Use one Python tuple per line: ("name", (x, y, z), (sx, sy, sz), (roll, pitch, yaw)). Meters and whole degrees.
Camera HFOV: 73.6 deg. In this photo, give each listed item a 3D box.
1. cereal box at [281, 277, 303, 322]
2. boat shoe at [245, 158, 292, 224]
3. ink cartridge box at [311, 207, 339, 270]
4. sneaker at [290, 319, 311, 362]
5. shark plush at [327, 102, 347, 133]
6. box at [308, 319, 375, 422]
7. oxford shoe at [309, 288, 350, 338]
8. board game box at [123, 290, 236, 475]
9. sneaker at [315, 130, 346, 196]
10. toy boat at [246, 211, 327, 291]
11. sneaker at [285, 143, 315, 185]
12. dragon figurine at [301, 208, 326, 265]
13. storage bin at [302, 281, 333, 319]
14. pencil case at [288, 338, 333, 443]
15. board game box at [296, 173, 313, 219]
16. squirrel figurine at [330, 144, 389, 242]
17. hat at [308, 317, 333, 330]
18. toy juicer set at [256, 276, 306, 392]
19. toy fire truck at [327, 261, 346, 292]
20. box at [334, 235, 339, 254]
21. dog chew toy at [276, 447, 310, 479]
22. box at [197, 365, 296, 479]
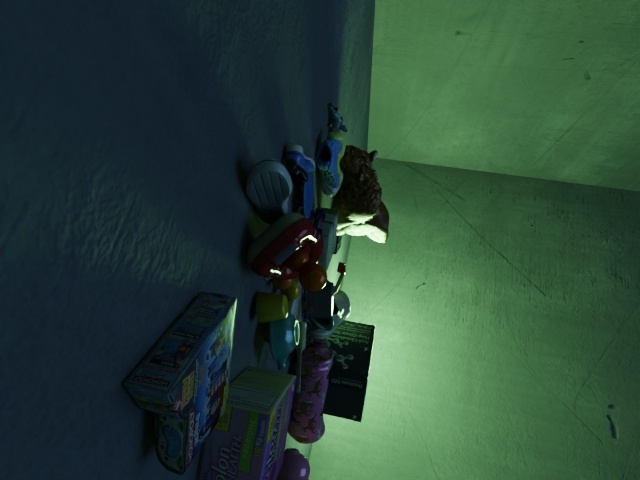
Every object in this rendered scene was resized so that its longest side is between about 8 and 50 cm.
("cereal box", (-0.085, 0.220, 1.303), (0.240, 0.047, 0.173), (78, 21, -68))
("boat shoe", (-0.097, -0.105, 0.815), (0.226, 0.083, 0.076), (111, -19, -68))
("ink cartridge box", (0.000, 0.000, 1.495), (0.219, 0.092, 0.160), (-65, 162, -62))
("sneaker", (-0.071, 0.343, 1.472), (0.078, 0.067, 0.188), (-78, 177, -63))
("shark plush", (0.053, -0.427, 1.551), (0.067, 0.073, 0.161), (-46, 165, -17))
("box", (0.075, 0.564, 1.935), (0.395, 0.293, 0.212), (-70, 166, -54))
("oxford shoe", (0.042, 0.284, 1.882), (0.449, 0.169, 0.130), (-39, 136, -70))
("board game box", (-0.181, 0.192, 0.571), (0.194, 0.060, 0.194), (-45, 143, -75))
("sneaker", (0.018, -0.248, 1.461), (0.126, 0.091, 0.240), (-40, 142, -50))
("toy boat", (-0.045, 0.044, 0.897), (0.151, 0.151, 0.231), (-42, 170, 1))
("sneaker", (-0.052, -0.171, 1.060), (0.152, 0.058, 0.085), (43, 51, -75))
("dragon figurine", (-0.035, 0.012, 1.267), (0.289, 0.085, 0.144), (-77, 166, -54))
("storage bin", (-0.007, 0.187, 1.338), (0.098, 0.091, 0.135), (-75, 167, -58))
("pencil case", (-0.040, 0.577, 1.640), (0.167, 0.160, 0.386), (-138, -130, -59))
("board game box", (-0.049, -0.135, 1.238), (0.169, 0.033, 0.133), (-80, 168, -48))
("squirrel figurine", (0.151, -0.229, 1.721), (0.397, 0.281, 0.371), (85, 10, -68))
("hat", (-0.071, 0.302, 1.571), (0.208, 0.183, 0.173), (45, 21, -23))
("toy juicer set", (-0.098, 0.207, 1.091), (0.209, 0.089, 0.329), (-84, 168, -51))
("toy fire truck", (0.025, 0.176, 1.709), (0.047, 0.135, 0.192), (58, 42, -78))
("box", (0.082, -0.056, 2.150), (0.175, 0.051, 0.220), (-51, 149, -74))
("dog chew toy", (-0.104, 0.865, 1.402), (0.206, 0.206, 0.332), (72, 21, -73))
("box", (-0.142, 0.401, 0.871), (0.243, 0.117, 0.214), (13, 86, -81))
